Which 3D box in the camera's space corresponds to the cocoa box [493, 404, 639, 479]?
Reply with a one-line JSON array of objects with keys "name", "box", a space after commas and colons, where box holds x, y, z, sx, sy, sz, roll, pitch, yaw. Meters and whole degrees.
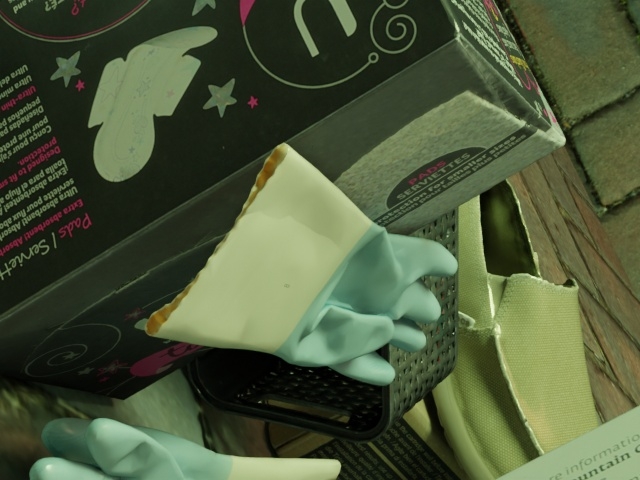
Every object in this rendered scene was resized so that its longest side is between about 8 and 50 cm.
[{"name": "cocoa box", "box": [0.130, 0.220, 0.548, 0.228, 0.347, 0.231, 53, 16, -27]}]

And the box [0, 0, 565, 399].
[{"name": "box", "box": [-0.047, -0.051, 0.680, 0.163, 0.247, 0.142, 26, 37, -64]}]

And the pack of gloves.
[{"name": "pack of gloves", "box": [-0.038, 0.059, 0.670, 0.046, 0.195, 0.232, 36, 4, 25]}]

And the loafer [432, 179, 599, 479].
[{"name": "loafer", "box": [0.114, 0.062, 0.938, 0.102, 0.092, 0.268, 6, 51, -56]}]

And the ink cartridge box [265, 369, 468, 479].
[{"name": "ink cartridge box", "box": [0.038, 0.078, 1.036, 0.193, 0.088, 0.234, 49, 20, -40]}]

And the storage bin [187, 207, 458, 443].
[{"name": "storage bin", "box": [0.000, 0.000, 0.832, 0.084, 0.122, 0.180, -34, 128, -54]}]
